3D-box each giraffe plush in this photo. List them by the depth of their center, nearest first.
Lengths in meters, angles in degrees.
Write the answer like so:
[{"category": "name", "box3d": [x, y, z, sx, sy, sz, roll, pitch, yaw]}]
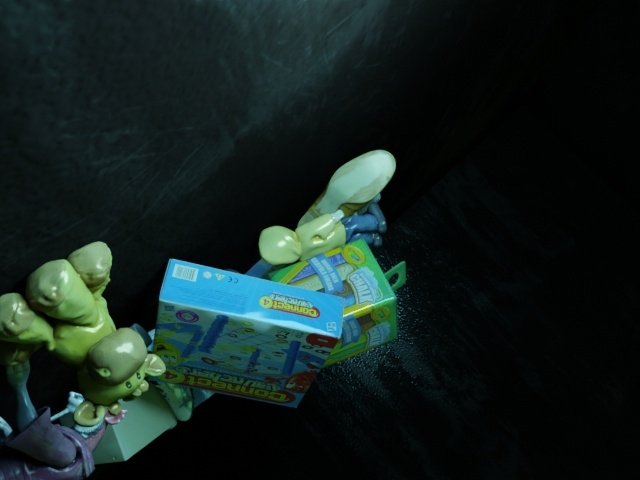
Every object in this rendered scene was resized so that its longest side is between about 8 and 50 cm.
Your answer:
[{"category": "giraffe plush", "box3d": [-0.287, 0.131, 0.754, 0.181, 0.170, 0.210, -40, 171, -20]}]

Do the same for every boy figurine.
[{"category": "boy figurine", "box3d": [0.000, 0.000, 1.355, 0.285, 0.092, 0.177, -13, 147, -14]}]

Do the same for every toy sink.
[{"category": "toy sink", "box3d": [-0.428, 0.391, 1.371, 0.153, 0.131, 0.234, -16, -174, 27]}]

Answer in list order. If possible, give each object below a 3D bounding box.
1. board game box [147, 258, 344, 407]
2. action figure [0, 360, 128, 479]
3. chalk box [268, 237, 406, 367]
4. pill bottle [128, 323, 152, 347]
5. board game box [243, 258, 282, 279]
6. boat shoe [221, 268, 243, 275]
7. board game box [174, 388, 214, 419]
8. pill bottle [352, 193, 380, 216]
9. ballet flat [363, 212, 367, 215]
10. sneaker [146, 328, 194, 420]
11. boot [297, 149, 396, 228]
[{"category": "board game box", "box3d": [-0.148, 0.184, 1.122, 0.302, 0.308, 0.086, 114, -14, -49]}, {"category": "action figure", "box3d": [-0.437, 0.337, 0.842, 0.370, 0.275, 0.248, -23, 157, -27]}, {"category": "chalk box", "box3d": [0.061, 0.133, 1.325, 0.289, 0.179, 0.180, -20, 142, -6]}, {"category": "pill bottle", "box3d": [-0.372, 0.212, 1.126, 0.120, 0.067, 0.067, -42, 172, -2]}, {"category": "board game box", "box3d": [-0.123, 0.063, 1.641, 0.160, 0.039, 0.211, -43, 171, 3]}, {"category": "boat shoe", "box3d": [-0.175, 0.188, 1.455, 0.156, 0.187, 0.500, -61, 166, -13]}, {"category": "board game box", "box3d": [-0.369, 0.372, 1.562, 0.275, 0.144, 0.142, -37, 176, 29]}, {"category": "pill bottle", "box3d": [0.093, -0.102, 1.680, 0.137, 0.078, 0.078, -40, 171, -23]}, {"category": "ballet flat", "box3d": [0.044, -0.009, 1.921, 0.280, 0.095, 0.096, -51, 164, -12]}, {"category": "sneaker", "box3d": [-0.340, 0.300, 1.327, 0.086, 0.237, 0.085, -30, -152, -34]}, {"category": "boot", "box3d": [0.070, -0.116, 1.486, 0.295, 0.104, 0.211, -40, 178, 16]}]
